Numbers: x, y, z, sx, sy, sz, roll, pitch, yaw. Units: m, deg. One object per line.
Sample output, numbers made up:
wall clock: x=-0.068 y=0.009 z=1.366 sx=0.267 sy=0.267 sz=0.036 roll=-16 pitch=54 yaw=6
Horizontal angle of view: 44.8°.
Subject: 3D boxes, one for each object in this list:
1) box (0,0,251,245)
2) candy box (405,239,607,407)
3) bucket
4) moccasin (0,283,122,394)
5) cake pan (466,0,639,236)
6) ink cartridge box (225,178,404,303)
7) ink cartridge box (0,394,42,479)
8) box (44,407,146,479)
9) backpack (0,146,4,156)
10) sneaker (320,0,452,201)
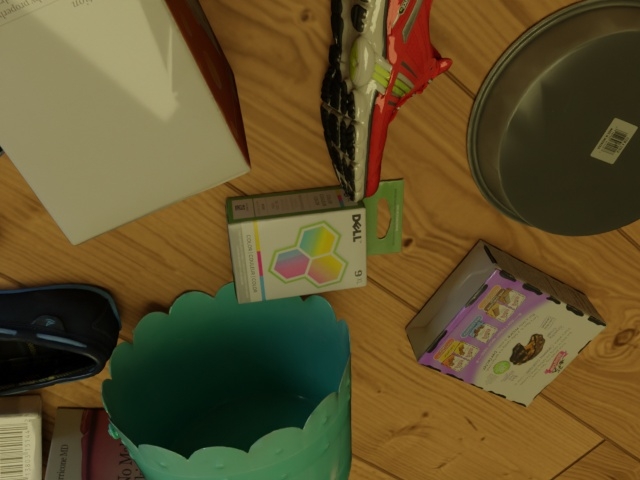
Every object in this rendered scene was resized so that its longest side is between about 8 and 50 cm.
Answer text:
box: x=-0.206 y=-0.208 z=0.620 sx=0.168 sy=0.215 sz=0.345 roll=-22 pitch=125 yaw=4
candy box: x=0.240 y=0.113 z=1.010 sx=0.196 sy=0.070 sz=0.165 roll=25 pitch=115 yaw=-24
bucket: x=-0.091 y=0.196 z=0.888 sx=0.281 sy=0.281 sz=0.183 roll=-10 pitch=124 yaw=-4
moccasin: x=-0.402 y=0.124 z=0.868 sx=0.342 sy=0.117 sz=0.137 roll=-14 pitch=125 yaw=-1
cake pan: x=0.314 y=-0.123 z=0.875 sx=0.293 sy=0.054 sz=0.293 roll=-5 pitch=124 yaw=-8
ink cartridge box: x=0.000 y=0.000 z=0.893 sx=0.209 sy=0.062 sz=0.109 roll=-7 pitch=124 yaw=-7
ink cartridge box: x=-0.483 y=0.345 z=0.964 sx=0.261 sy=0.066 sz=0.296 roll=0 pitch=104 yaw=-19
box: x=-0.235 y=0.315 z=1.010 sx=0.232 sy=0.148 sz=0.127 roll=5 pitch=122 yaw=-14
backpack: x=-0.334 y=-0.153 z=0.691 sx=0.152 sy=0.115 sz=0.182 roll=-15 pitch=118 yaw=24
sneaker: x=0.072 y=-0.159 z=0.779 sx=0.118 sy=0.107 sz=0.279 roll=-6 pitch=127 yaw=-18
